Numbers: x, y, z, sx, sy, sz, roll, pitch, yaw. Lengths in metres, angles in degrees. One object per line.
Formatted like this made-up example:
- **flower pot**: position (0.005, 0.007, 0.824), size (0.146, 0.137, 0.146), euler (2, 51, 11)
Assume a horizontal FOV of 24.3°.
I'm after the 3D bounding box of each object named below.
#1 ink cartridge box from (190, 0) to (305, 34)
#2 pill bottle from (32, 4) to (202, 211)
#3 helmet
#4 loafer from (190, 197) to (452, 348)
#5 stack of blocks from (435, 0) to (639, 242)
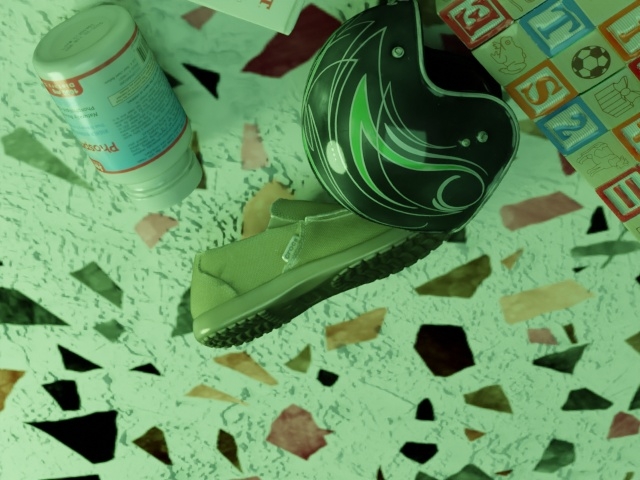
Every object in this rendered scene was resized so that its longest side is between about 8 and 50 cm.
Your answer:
- **ink cartridge box**: position (-0.093, -0.263, 1.069), size (0.217, 0.092, 0.159), euler (16, 127, -14)
- **pill bottle**: position (-0.158, -0.103, 1.199), size (0.087, 0.087, 0.160), euler (-18, 126, 14)
- **helmet**: position (0.063, -0.097, 1.158), size (0.161, 0.169, 0.169), euler (27, 124, -11)
- **loafer**: position (0.000, 0.000, 1.273), size (0.268, 0.092, 0.102), euler (-26, 165, 4)
- **stack of blocks**: position (0.244, -0.146, 1.160), size (0.171, 0.087, 0.297), euler (-33, 121, 24)
